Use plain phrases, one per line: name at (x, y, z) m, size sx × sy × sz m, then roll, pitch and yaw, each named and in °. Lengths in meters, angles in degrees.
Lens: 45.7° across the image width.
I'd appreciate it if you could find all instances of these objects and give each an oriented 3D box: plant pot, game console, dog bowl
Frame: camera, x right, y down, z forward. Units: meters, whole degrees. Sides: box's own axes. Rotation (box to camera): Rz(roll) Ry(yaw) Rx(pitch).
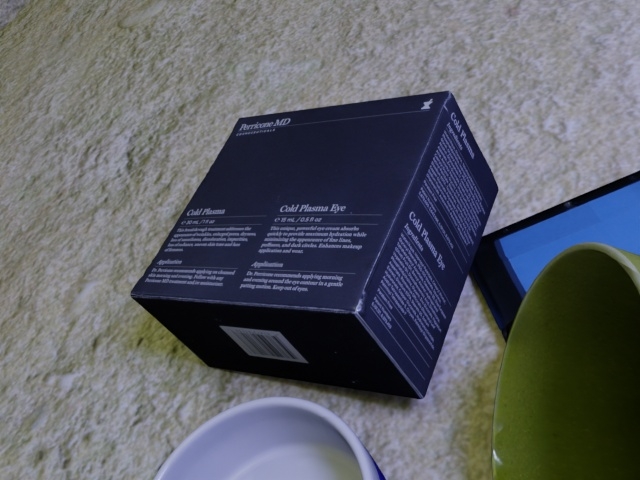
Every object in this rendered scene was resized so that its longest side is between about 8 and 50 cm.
plant pot at (0.323, 0.160, 0.591) m, size 0.293 × 0.275 × 0.275 m, roll 10°, pitch 50°, yaw -6°
game console at (0.312, -0.004, 0.827) m, size 0.293 × 0.250 × 0.173 m, roll -24°, pitch 71°, yaw 7°
dog bowl at (-0.053, 0.300, 0.778) m, size 0.265 × 0.104 × 0.265 m, roll -16°, pitch 44°, yaw 16°

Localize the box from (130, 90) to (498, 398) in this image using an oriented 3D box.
box at (0.000, 0.000, 0.945) m, size 0.343 × 0.179 × 0.312 m, roll 1°, pitch 53°, yaw 38°
